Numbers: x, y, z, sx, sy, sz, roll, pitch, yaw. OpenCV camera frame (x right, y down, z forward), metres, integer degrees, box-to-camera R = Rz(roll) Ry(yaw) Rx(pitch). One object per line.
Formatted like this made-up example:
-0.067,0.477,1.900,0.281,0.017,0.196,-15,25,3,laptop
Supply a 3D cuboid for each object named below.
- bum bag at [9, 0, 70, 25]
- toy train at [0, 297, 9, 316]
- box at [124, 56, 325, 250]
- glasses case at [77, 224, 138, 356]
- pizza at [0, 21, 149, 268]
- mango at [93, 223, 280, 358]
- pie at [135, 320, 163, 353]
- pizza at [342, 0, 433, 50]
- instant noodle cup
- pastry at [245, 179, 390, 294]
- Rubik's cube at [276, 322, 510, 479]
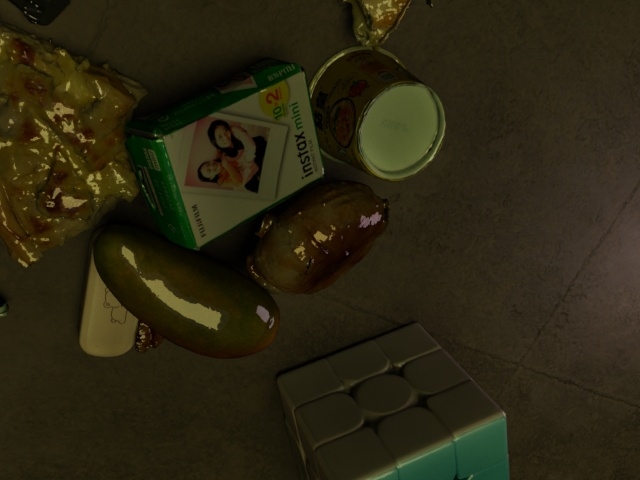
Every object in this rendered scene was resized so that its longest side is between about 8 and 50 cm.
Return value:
-0.371,-0.320,0.767,0.197,0.049,0.087,25,127,-32,bum bag
-0.520,0.092,0.906,0.207,0.043,0.047,-4,112,-22,toy train
-0.117,-0.119,0.907,0.250,0.103,0.180,-32,127,-29,box
-0.296,0.073,0.992,0.083,0.050,0.196,2,113,-28,glasses case
-0.322,-0.115,0.869,0.223,0.089,0.324,-6,117,-18,pizza
-0.181,0.073,0.938,0.289,0.146,0.129,35,84,-24,mango
-0.200,0.089,1.031,0.191,0.033,0.088,-30,113,-30,pie
0.066,-0.397,0.911,0.279,0.075,0.288,-2,117,-19,pizza
0.085,-0.171,0.984,0.182,0.144,0.182,-10,118,-20,instant noodle cup
0.000,0.000,1.016,0.229,0.100,0.218,-40,161,-7,pastry
0.123,0.366,1.183,0.290,0.291,0.292,-18,120,-15,Rubik's cube
